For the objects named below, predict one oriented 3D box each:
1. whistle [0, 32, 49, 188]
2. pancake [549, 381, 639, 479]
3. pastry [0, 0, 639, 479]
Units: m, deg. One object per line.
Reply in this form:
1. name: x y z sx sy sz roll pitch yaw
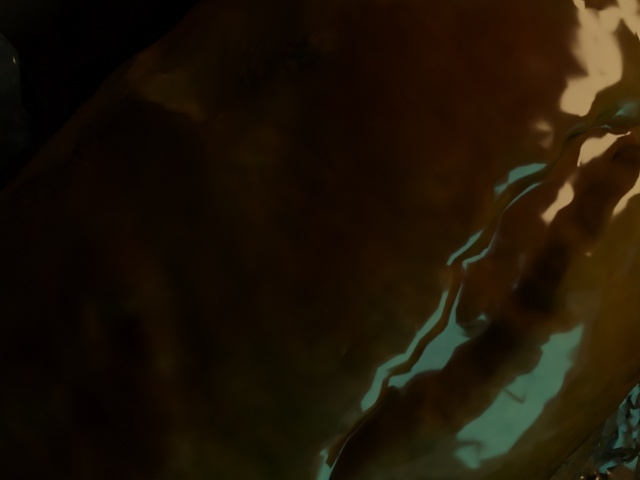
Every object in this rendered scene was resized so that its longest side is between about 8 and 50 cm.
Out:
1. whistle: -0.202 0.045 0.531 0.304 0.062 0.062 -40 165 -6
2. pancake: 0.193 0.053 0.805 0.356 0.065 0.356 -20 130 -26
3. pastry: 0.000 0.000 0.597 0.356 0.164 0.356 -49 -177 3
